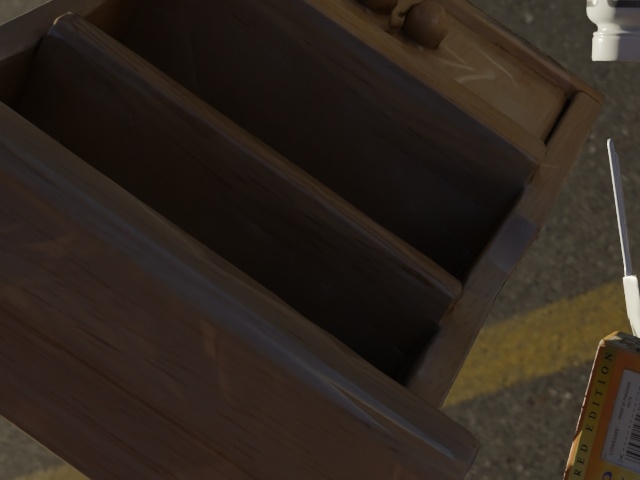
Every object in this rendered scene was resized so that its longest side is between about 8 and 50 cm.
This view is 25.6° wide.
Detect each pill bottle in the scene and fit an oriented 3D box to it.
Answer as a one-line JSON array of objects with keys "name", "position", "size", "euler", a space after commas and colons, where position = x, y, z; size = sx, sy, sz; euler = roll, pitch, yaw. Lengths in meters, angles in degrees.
[{"name": "pill bottle", "position": [0.249, -0.208, 1.107], "size": [0.078, 0.078, 0.137], "euler": [10, 102, 48]}]

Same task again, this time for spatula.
[{"name": "spatula", "position": [0.358, 0.007, 1.636], "size": [0.019, 0.168, 0.242], "euler": [-7, 83, 15]}]

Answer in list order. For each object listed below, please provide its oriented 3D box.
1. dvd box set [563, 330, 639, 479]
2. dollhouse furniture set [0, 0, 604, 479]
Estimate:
[{"name": "dvd box set", "position": [0.408, 0.288, 1.223], "size": [0.420, 0.062, 0.308], "euler": [18, 105, 26]}, {"name": "dollhouse furniture set", "position": [0.062, -0.141, 0.347], "size": [0.394, 0.362, 0.256], "euler": [-56, -2, 30]}]
